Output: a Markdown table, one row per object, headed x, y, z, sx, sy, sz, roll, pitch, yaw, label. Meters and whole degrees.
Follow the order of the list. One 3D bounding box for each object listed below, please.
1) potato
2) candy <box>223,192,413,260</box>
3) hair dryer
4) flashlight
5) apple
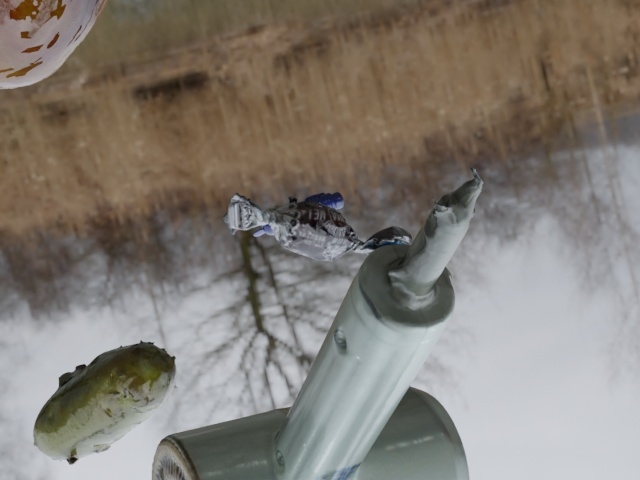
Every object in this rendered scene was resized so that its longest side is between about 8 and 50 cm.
| x | y | z | sx | sy | sz | roll | pitch | yaw | label |
| --- | --- | --- | --- | --- | --- | --- | --- | --- | --- |
| -0.204 | 0.150 | 1.172 | 0.188 | 0.085 | 0.105 | -33 | -173 | 43 | potato |
| 0.000 | 0.000 | 1.316 | 0.226 | 0.051 | 0.094 | 21 | 131 | -22 | candy |
| 0.028 | 0.079 | 0.635 | 0.173 | 0.107 | 0.357 | -11 | 150 | -25 | hair dryer |
| -0.029 | -0.037 | 1.547 | 0.121 | 0.035 | 0.057 | -20 | 164 | -18 | flashlight |
| -0.279 | -0.229 | 1.030 | 0.211 | 0.188 | 0.211 | -43 | -159 | 21 | apple |
